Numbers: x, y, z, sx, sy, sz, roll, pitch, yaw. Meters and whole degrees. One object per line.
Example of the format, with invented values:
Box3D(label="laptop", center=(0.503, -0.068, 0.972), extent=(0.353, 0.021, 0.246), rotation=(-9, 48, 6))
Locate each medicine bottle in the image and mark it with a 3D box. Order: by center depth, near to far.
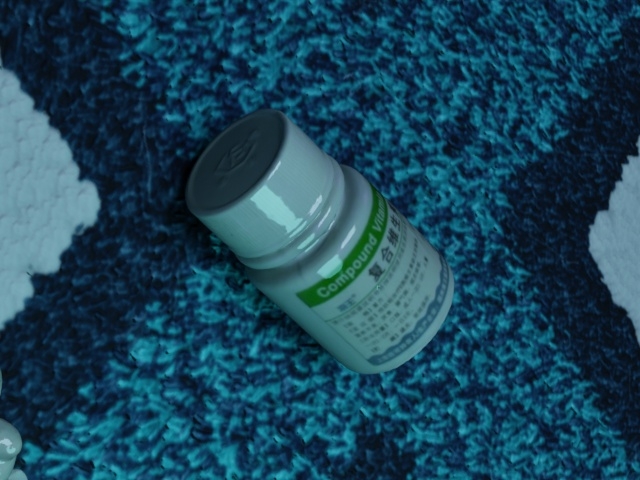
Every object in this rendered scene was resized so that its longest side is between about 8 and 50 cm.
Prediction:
Box3D(label="medicine bottle", center=(0.000, 0.000, 1.593), extent=(0.237, 0.139, 0.139), rotation=(45, 55, -32))

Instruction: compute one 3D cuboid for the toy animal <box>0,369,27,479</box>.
Box3D(label="toy animal", center=(-0.257, 0.144, 1.345), extent=(0.071, 0.085, 0.124), rotation=(-16, 81, -14))
